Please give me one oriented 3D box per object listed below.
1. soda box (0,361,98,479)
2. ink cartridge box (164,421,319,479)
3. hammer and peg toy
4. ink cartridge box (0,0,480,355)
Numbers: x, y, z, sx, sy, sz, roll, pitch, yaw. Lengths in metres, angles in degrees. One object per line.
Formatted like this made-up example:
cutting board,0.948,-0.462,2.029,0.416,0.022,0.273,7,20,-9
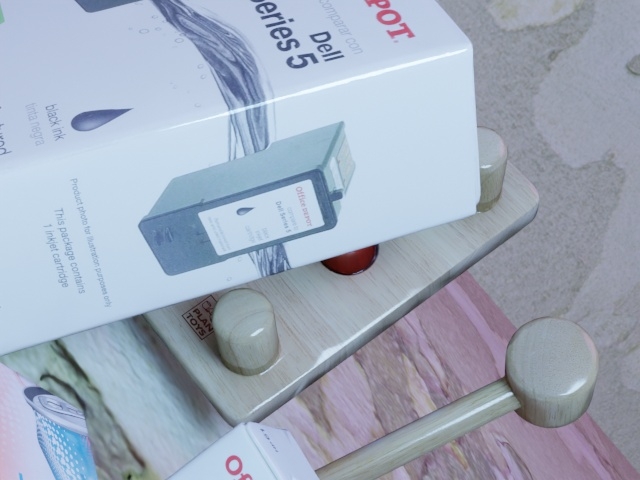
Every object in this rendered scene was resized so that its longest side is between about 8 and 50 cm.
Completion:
soda box,-0.113,0.129,0.451,0.063,0.058,0.183,42,14,-40
ink cartridge box,-0.045,0.145,0.504,0.089,0.122,0.052,56,12,22
hammer and peg toy,0.000,0.000,0.796,0.361,0.266,0.127,49,-17,23
ink cartridge box,-0.077,-0.073,0.660,0.198,0.272,0.115,-118,-164,-47
